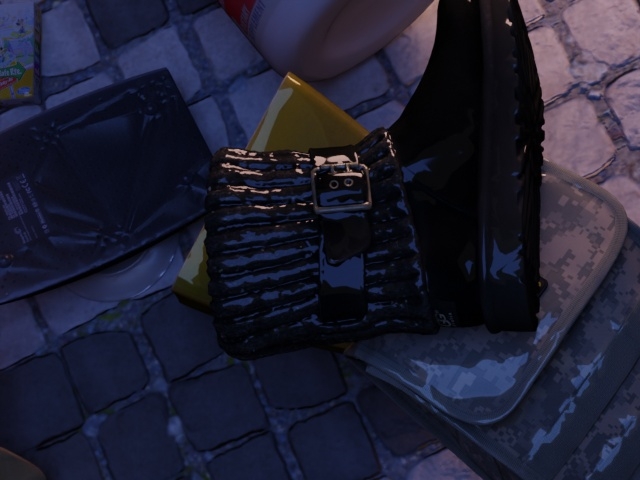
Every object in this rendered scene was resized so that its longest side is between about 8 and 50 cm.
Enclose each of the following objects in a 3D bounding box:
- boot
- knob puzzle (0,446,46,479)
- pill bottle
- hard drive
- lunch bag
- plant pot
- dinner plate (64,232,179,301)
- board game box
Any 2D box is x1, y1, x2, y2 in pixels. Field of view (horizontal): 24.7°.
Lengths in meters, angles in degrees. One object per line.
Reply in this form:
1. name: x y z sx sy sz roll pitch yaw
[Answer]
1. boot: 0.042 -0.073 1.181 0.260 0.131 0.348 -4 60 16
2. knob puzzle: -0.348 0.253 1.352 0.213 0.213 0.030 -46 43 -3
3. pill bottle: -0.067 -0.368 1.394 0.229 0.229 0.407 -38 76 -1
4. hard drive: -0.231 -0.048 1.417 0.255 0.054 0.172 -25 72 -9
5. lunch bag: 0.189 0.086 1.238 0.287 0.169 0.235 39 77 -13
6. plant pot: 0.000 0.000 1.331 0.187 0.212 0.212 27 83 0
7. dinner plate: -0.210 -0.009 1.451 0.141 0.017 0.141 -1 78 6
8. board game box: -0.364 -0.187 1.503 0.154 0.026 0.103 -4 77 7
